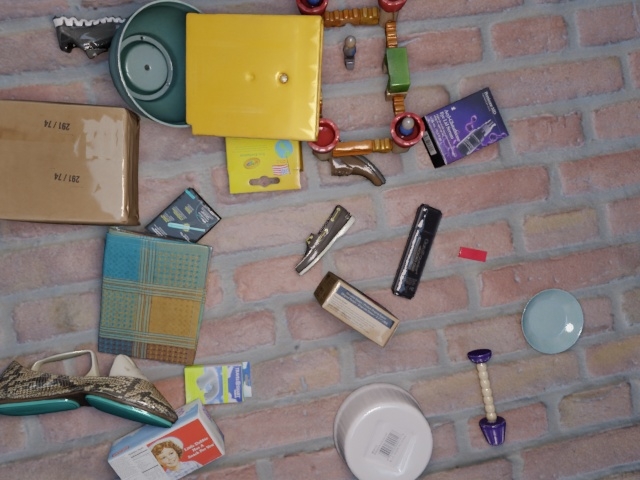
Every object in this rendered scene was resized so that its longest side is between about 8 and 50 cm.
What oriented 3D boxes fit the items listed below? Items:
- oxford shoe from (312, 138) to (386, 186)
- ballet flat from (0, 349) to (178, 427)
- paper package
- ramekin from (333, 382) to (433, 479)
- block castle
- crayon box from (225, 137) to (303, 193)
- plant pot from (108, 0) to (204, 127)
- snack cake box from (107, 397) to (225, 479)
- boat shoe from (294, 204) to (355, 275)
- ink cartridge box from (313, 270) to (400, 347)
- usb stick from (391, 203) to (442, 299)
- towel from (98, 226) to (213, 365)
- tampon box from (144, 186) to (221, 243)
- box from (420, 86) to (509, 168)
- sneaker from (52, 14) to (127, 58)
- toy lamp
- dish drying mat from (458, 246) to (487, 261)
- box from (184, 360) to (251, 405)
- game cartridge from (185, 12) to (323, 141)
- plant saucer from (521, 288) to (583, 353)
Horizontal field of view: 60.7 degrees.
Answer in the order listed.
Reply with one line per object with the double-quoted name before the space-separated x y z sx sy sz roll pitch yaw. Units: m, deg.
"oxford shoe" 0.078 -0.207 1.534 0.227 0.083 0.096 33 91 5
"ballet flat" -0.601 0.374 1.428 0.483 0.164 0.182 4 58 2
"paper package" -0.640 -0.194 1.404 0.325 0.168 0.309 1 90 -6
"ramekin" 0.180 0.556 1.542 0.277 0.135 0.277 0 92 -7
"block castle" 0.092 -0.444 1.413 0.303 0.213 0.452 -4 82 0
"crayon box" -0.155 -0.289 1.481 0.202 0.081 0.318 -3 92 6
"plant pot" -0.405 -0.438 1.379 0.293 0.196 0.292 -13 110 -40
"snack cake box" -0.410 0.560 1.476 0.264 0.089 0.152 -26 109 -3
"boat shoe" 0.000 0.000 1.532 0.069 0.081 0.227 43 80 -3
"ink cartridge box" 0.090 0.177 1.467 0.193 0.235 0.088 33 89 -7
"usb stick" 0.278 0.032 1.580 0.077 0.045 0.277 19 90 -14
"towel" -0.442 0.154 1.446 0.272 0.040 0.370 11 112 -5
"tampon box" -0.366 -0.047 1.473 0.161 0.101 0.120 -43 97 -3
"box" 0.398 -0.317 1.549 0.207 0.108 0.153 -26 94 -5
"sneaker" -0.583 -0.532 1.446 0.235 0.078 0.106 0 95 -3
"toy lamp" 0.489 0.461 1.605 0.080 0.080 0.274 -12 91 -6
"dish drying mat" 0.451 0.041 1.618 0.083 0.008 0.032 10 92 -8
"box" -0.285 0.399 1.529 0.178 0.042 0.108 -3 93 -6
"game cartridge" -0.159 -0.386 1.300 0.324 0.052 0.285 5 102 9
"plant saucer" 0.687 0.239 1.638 0.195 0.037 0.194 0 92 -6
